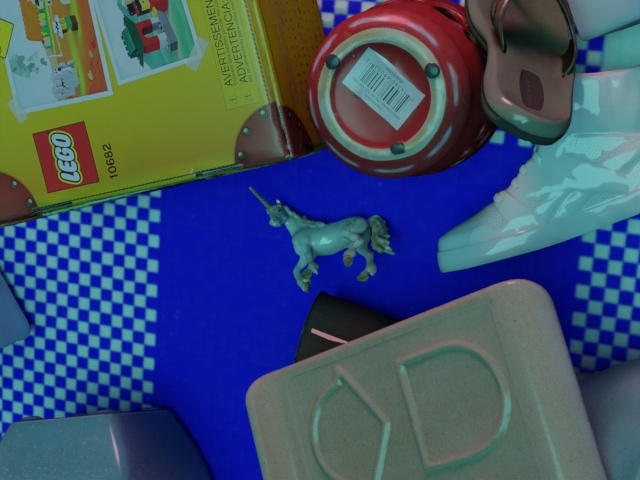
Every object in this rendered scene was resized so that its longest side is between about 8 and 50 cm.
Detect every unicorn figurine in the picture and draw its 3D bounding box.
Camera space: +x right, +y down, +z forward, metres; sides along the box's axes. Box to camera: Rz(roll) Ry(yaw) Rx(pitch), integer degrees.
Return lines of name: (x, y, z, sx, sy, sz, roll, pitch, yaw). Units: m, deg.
unicorn figurine: (0.000, 0.000, 1.407, 0.162, 0.111, 0.060, 0, 139, -1)

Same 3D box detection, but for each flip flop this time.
flip flop: (0.200, -0.201, 1.203, 0.112, 0.277, 0.080, 14, 132, -6)

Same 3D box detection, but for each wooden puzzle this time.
wooden puzzle: (0.112, 0.239, 1.203, 0.348, 0.080, 0.322, -23, 74, 31)

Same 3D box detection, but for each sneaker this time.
sneaker: (0.235, -0.083, 1.294, 0.292, 0.108, 0.169, -22, 91, 13)

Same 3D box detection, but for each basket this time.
basket: (0.091, 0.173, 1.369, 0.227, 0.154, 0.204, 9, 81, 13)

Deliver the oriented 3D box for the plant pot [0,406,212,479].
plant pot: (-0.263, 0.329, 1.486, 0.247, 0.248, 0.252, -7, 82, 22)

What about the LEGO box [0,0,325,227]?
LEGO box: (-0.221, -0.299, 1.361, 0.372, 0.193, 0.500, -10, 97, 21)

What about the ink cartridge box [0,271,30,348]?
ink cartridge box: (-0.597, 0.151, 1.545, 0.384, 0.279, 0.160, -28, 90, 22)

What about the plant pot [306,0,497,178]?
plant pot: (0.084, -0.154, 1.293, 0.191, 0.174, 0.191, 5, 104, 21)

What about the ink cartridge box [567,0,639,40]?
ink cartridge box: (0.300, -0.376, 1.120, 0.330, 0.071, 0.324, -15, 95, 62)

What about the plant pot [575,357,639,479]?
plant pot: (0.322, 0.239, 1.249, 0.196, 0.293, 0.293, 16, 108, 45)
